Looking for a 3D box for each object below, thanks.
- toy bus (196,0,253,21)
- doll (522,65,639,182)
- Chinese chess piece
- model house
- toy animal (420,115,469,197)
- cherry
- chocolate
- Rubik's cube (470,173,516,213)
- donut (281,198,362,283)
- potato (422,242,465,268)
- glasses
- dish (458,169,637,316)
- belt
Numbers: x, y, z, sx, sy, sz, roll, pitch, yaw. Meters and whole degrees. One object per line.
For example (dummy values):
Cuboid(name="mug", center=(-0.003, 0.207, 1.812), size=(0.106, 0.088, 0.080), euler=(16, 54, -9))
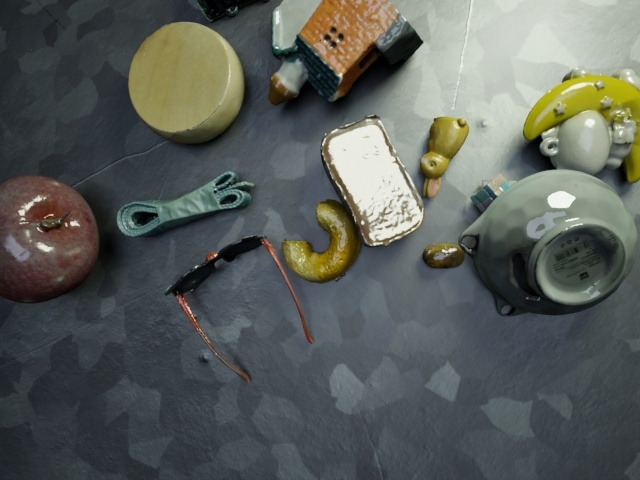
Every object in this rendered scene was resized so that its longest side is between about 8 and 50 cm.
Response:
Cuboid(name="toy bus", center=(-0.188, -0.568, 0.900), size=(0.181, 0.091, 0.103), euler=(-21, 82, 5))
Cuboid(name="doll", center=(0.489, -0.190, 0.768), size=(0.236, 0.111, 0.253), euler=(-9, 99, -3))
Cuboid(name="Chinese chess piece", center=(-0.286, -0.335, 0.900), size=(0.250, 0.097, 0.251), euler=(0, 87, 10))
Cuboid(name="model house", center=(0.008, -0.392, 0.841), size=(0.301, 0.190, 0.271), euler=(-44, 86, 20))
Cuboid(name="toy animal", center=(0.235, -0.162, 0.823), size=(0.070, 0.083, 0.160), euler=(20, 98, -14))
Cuboid(name="cherry", center=(-0.607, 0.006, 0.875), size=(0.307, 0.221, 0.262), euler=(-21, 76, 20))
Cuboid(name="chocolate", center=(0.095, -0.109, 0.836), size=(0.160, 0.083, 0.262), euler=(-19, 80, -17))
Cuboid(name="Rubik's cube", center=(0.343, -0.089, 0.807), size=(0.073, 0.084, 0.075), euler=(-37, 99, -21))
Cuboid(name="donut", center=(0.006, 0.010, 0.851), size=(0.181, 0.078, 0.146), euler=(-43, 79, 6))
Cuboid(name="potato", center=(0.246, 0.031, 0.830), size=(0.083, 0.040, 0.051), euler=(-4, 92, 10))
Cuboid(name="glasses", center=(-0.155, 0.140, 0.848), size=(0.234, 0.118, 0.269), euler=(-33, 83, 4))
Cuboid(name="dish", center=(0.416, 0.024, 0.720), size=(0.302, 0.120, 0.304), euler=(1, 109, 3))
Cuboid(name="belt", center=(-0.292, -0.079, 0.900), size=(0.301, 0.072, 0.088), euler=(-17, 87, 7))
